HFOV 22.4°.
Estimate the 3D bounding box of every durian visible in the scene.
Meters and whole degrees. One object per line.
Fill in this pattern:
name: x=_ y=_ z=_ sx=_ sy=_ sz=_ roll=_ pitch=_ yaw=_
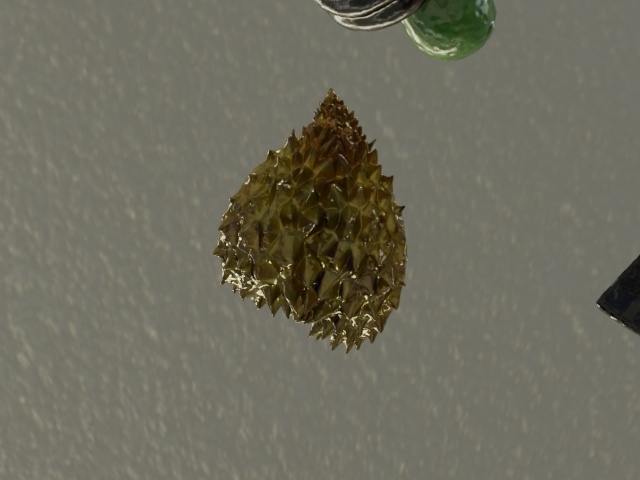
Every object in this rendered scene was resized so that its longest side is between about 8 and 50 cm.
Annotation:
durian: x=0.002 y=-0.001 z=1.282 sx=0.165 sy=0.182 sz=0.132 roll=38 pitch=-147 yaw=-9

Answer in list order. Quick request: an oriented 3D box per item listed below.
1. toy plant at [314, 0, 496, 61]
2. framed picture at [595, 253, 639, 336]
toy plant: x=0.077 y=-0.278 z=1.562 sx=0.175 sy=0.235 sz=0.218 roll=-39 pitch=-137 yaw=23
framed picture: x=0.357 y=0.019 z=1.055 sx=0.244 sy=0.013 sz=0.324 roll=-45 pitch=-146 yaw=-4
